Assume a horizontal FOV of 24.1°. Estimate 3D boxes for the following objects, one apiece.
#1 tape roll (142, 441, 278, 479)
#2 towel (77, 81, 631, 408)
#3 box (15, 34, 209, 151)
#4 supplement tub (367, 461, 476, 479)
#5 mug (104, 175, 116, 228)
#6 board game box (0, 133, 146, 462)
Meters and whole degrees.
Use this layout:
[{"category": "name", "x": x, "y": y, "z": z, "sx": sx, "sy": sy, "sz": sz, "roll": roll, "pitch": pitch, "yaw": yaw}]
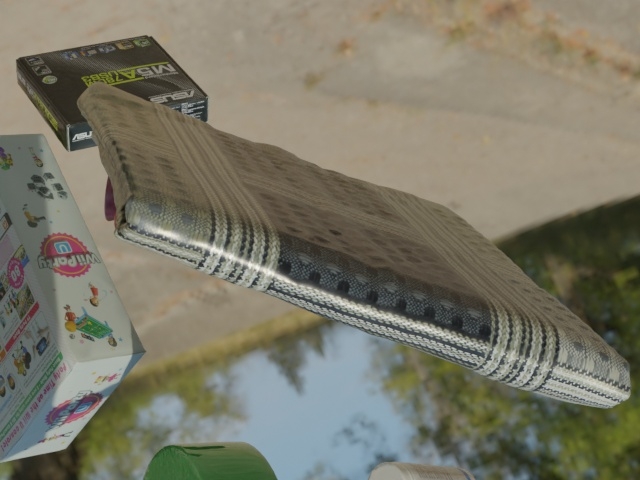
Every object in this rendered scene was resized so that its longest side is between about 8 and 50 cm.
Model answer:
[{"category": "tape roll", "x": -0.105, "y": 0.354, "z": 1.430, "sx": 0.077, "sy": 0.321, "sz": 0.321, "roll": 0, "pitch": 172, "yaw": -22}, {"category": "towel", "x": 0.000, "y": 0.000, "z": 0.938, "sx": 0.312, "sy": 0.056, "sz": 0.324, "roll": 19, "pitch": -168, "yaw": -17}, {"category": "box", "x": -0.263, "y": -0.189, "z": 1.883, "sx": 0.190, "sy": 0.045, "sz": 0.184, "roll": -14, "pitch": -143, "yaw": -25}, {"category": "supplement tub", "x": 0.106, "y": 0.266, "z": 1.544, "sx": 0.107, "sy": 0.071, "sz": 0.071, "roll": 12, "pitch": 158, "yaw": -36}, {"category": "mug", "x": -0.208, "y": -0.050, "z": 2.082, "sx": 0.169, "sy": 0.150, "sz": 0.113, "roll": 11, "pitch": 158, "yaw": 3}, {"category": "board game box", "x": -0.343, "y": 0.064, "z": 1.708, "sx": 0.097, "sy": 0.303, "sz": 0.224, "roll": -7, "pitch": 150, "yaw": -42}]
